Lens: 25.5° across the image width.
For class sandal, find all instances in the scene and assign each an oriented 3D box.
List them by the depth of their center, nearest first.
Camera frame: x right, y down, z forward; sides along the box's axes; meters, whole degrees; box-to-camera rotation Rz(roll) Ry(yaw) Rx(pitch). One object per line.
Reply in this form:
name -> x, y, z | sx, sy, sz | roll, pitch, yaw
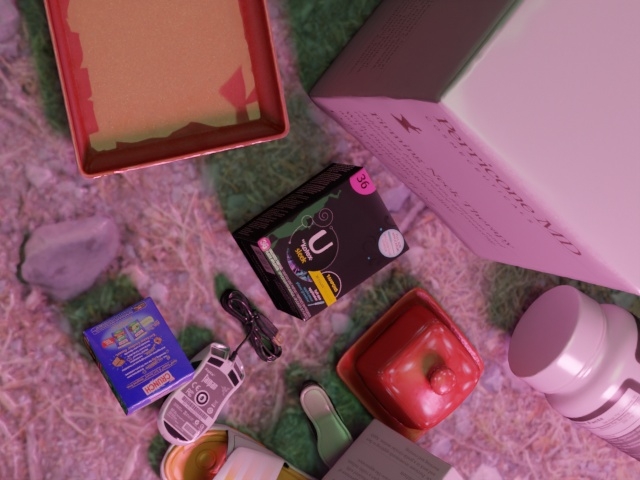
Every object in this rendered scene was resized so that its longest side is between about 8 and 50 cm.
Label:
sandal -> -0.065, 0.304, 1.729 | 0.265, 0.076, 0.102 | 26, 86, -21

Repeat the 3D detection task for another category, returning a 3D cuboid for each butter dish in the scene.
butter dish -> 0.131, 0.165, 1.765 | 0.160, 0.118, 0.160 | -44, 108, -12

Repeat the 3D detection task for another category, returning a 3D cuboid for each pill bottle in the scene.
pill bottle -> 0.393, 0.182, 1.843 | 0.283, 0.161, 0.161 | 32, 84, -21

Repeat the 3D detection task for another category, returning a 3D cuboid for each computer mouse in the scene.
computer mouse -> -0.132, 0.160, 1.708 | 0.106, 0.042, 0.193 | 47, 74, -24

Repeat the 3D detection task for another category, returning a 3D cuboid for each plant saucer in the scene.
plant saucer -> -0.183, -0.223, 1.641 | 0.259, 0.048, 0.259 | -14, 101, -19

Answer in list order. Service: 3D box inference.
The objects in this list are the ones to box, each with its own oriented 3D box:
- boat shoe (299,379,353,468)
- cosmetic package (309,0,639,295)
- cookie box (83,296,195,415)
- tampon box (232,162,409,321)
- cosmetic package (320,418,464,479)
boat shoe -> 0.007, 0.231, 1.769 | 0.046, 0.038, 0.125 | -26, 104, 4
cosmetic package -> 0.256, -0.181, 1.626 | 0.329, 0.394, 0.327 | 42, 81, -19
cookie box -> -0.212, 0.135, 1.651 | 0.092, 0.040, 0.107 | -28, 77, -16
tampon box -> 0.000, 0.000, 1.705 | 0.161, 0.101, 0.120 | -35, 108, -14
cosmetic package -> 0.086, 0.351, 1.725 | 0.183, 0.151, 0.151 | -47, 130, -13
